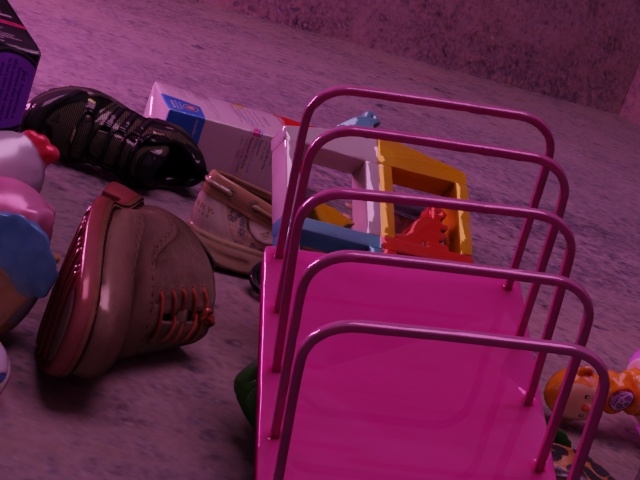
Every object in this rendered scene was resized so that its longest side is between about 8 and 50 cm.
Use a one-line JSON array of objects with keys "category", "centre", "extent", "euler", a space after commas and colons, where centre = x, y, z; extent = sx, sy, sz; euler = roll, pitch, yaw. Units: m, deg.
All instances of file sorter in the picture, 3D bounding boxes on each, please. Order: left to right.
[{"category": "file sorter", "centre": [0.070, 0.045, 1.059], "extent": [0.202, 0.182, 0.290], "euler": [8, 35, -6]}]

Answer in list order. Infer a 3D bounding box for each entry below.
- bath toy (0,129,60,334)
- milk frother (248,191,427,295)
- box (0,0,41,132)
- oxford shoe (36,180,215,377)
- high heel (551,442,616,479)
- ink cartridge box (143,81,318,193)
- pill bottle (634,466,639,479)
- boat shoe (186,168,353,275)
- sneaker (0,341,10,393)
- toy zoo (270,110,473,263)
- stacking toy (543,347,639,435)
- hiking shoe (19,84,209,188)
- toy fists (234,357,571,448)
[{"category": "bath toy", "centre": [-0.269, -0.021, 1.263], "extent": [0.129, 0.151, 0.348], "euler": [-19, 16, -4]}, {"category": "milk frother", "centre": [0.022, 0.013, 1.515], "extent": [0.143, 0.134, 0.129], "euler": [12, 15, -27]}, {"category": "box", "centre": [-0.386, -0.163, 1.570], "extent": [0.143, 0.165, 0.270], "euler": [13, 15, -23]}, {"category": "oxford shoe", "centre": [-0.140, 0.035, 1.259], "extent": [0.130, 0.123, 0.348], "euler": [24, 15, -6]}, {"category": "high heel", "centre": [0.188, 0.217, 1.064], "extent": [0.261, 0.093, 0.186], "euler": [21, 12, -17]}, {"category": "ink cartridge box", "centre": [-0.099, -0.117, 1.948], "extent": [0.231, 0.078, 0.134], "euler": [15, 16, -18]}, {"category": "pill bottle", "centre": [0.382, 0.112, 1.281], "extent": [0.169, 0.301, 0.169], "euler": [18, 14, -5]}, {"category": "boat shoe", "centre": [0.000, 0.000, 1.622], "extent": [0.285, 0.089, 0.104], "euler": [12, 16, -30]}, {"category": "sneaker", "centre": [-0.280, 0.052, 0.997], "extent": [0.091, 0.126, 0.240], "euler": [28, 17, 30]}, {"category": "toy zoo", "centre": [0.048, 0.011, 1.393], "extent": [0.192, 0.030, 0.293], "euler": [14, 58, -24]}, {"category": "stacking toy", "centre": [0.351, 0.138, 1.494], "extent": [0.302, 0.175, 0.165], "euler": [-1, 39, -19]}, {"category": "hiking shoe", "centre": [-0.220, -0.110, 1.750], "extent": [0.227, 0.086, 0.114], "euler": [11, 14, -34]}, {"category": "toy fists", "centre": [0.063, 0.131, 1.217], "extent": [0.279, 0.096, 0.142], "euler": [6, 19, -37]}]
